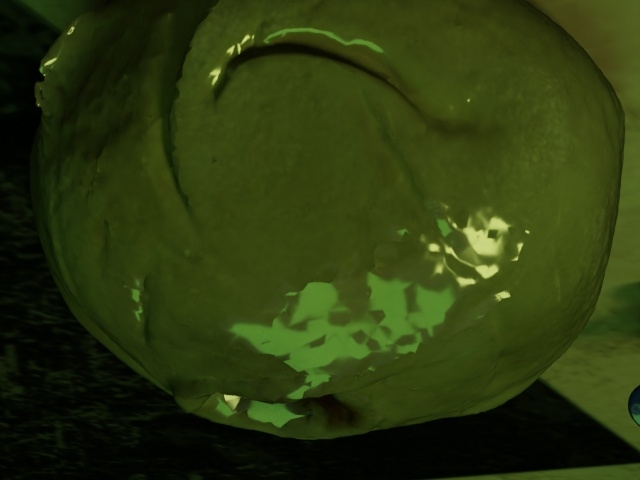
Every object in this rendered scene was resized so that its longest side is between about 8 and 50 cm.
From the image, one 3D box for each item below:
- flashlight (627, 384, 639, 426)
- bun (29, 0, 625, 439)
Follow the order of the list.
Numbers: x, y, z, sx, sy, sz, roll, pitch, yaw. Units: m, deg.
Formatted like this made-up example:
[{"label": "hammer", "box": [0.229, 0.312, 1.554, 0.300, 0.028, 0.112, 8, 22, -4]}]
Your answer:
[{"label": "flashlight", "box": [0.177, 0.047, 0.549, 0.121, 0.057, 0.035, 4, -164, -2]}, {"label": "bun", "box": [0.000, 0.000, 0.424, 0.173, 0.113, 0.166, 0, 152, 16]}]
